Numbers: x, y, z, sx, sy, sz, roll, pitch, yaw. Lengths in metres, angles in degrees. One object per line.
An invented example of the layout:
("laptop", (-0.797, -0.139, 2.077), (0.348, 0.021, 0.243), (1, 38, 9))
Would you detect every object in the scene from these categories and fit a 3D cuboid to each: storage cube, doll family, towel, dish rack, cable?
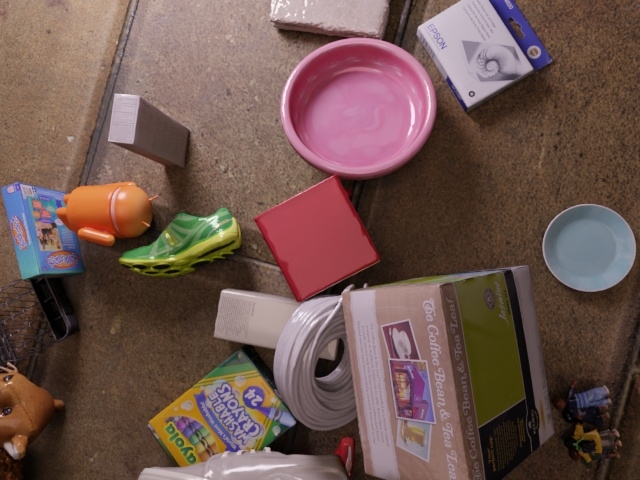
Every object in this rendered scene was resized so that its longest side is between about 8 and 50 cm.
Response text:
("storage cube", (0.000, 0.000, 0.996), (0.215, 0.183, 0.193), (-29, 86, 4))
("doll family", (0.548, 0.383, 0.971), (0.111, 0.076, 0.193), (-12, 81, 11))
("towel", (0.028, -0.570, 1.087), (0.282, 0.049, 0.187), (12, 90, 6))
("dish rack", (-0.736, 0.191, 1.133), (0.271, 0.074, 0.208), (-28, 84, 5))
("cable", (0.023, 0.233, 0.920), (0.257, 0.089, 0.257), (-37, 117, -26))

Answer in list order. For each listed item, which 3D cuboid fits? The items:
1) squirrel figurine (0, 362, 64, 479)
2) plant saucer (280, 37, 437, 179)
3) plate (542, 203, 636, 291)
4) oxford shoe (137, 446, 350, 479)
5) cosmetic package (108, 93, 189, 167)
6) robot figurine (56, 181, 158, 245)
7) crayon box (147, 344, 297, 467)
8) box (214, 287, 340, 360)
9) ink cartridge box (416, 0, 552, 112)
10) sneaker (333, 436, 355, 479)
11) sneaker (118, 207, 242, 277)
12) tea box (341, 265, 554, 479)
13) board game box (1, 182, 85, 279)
("squirrel figurine", (-0.792, 0.457, 1.066), (0.370, 0.281, 0.397), (-5, 101, -4))
("plant saucer", (0.081, -0.280, 1.023), (0.332, 0.084, 0.332), (-1, 74, 4))
("plate", (0.573, 0.016, 1.005), (0.188, 0.024, 0.188), (0, 88, 7))
("oxford shoe", (-0.147, 0.493, 0.953), (0.449, 0.169, 0.130), (-2, 43, 9))
("cosmetic package", (-0.367, -0.232, 1.022), (0.060, 0.239, 0.099), (9, 88, 8))
("robot figurine", (-0.490, -0.064, 1.086), (0.219, 0.158, 0.128), (-1, 104, 7))
("crayon box", (-0.232, 0.415, 1.056), (0.323, 0.083, 0.203), (-39, 84, 4))
("box", (-0.088, 0.182, 1.043), (0.275, 0.094, 0.113), (10, 89, 7))
("ink cartridge box", (0.367, -0.437, 1.039), (0.224, 0.045, 0.223), (-31, 84, 4))
("sneaker", (-0.007, 0.525, 1.023), (0.128, 0.087, 0.221), (17, 88, 6))
("sneaker", (-0.323, 0.006, 1.089), (0.295, 0.109, 0.123), (-16, 63, 8))
("tea box", (0.240, 0.229, 0.860), (0.220, 0.323, 0.329), (-11, 84, 46))
("board game box", (-0.639, -0.018, 1.086), (0.047, 0.160, 0.210), (-17, 85, 6))
